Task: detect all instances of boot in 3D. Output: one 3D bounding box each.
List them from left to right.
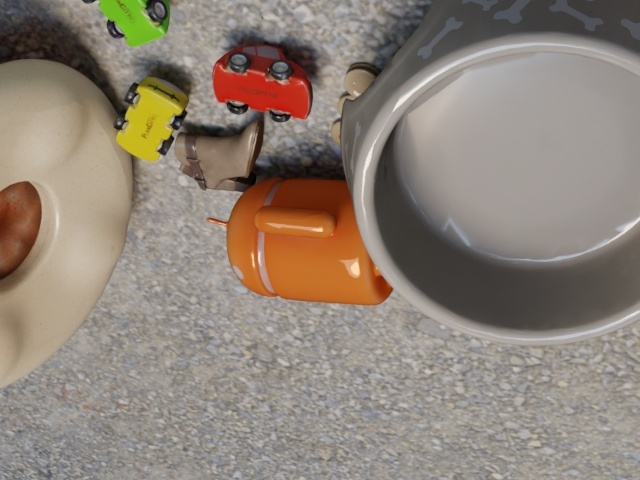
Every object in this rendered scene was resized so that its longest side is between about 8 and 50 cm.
[{"bbox_3d":[-0.105,-0.092,1.317,0.087,0.042,0.118,21,139,6],"label":"boot"}]

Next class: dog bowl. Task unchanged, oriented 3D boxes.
[{"bbox_3d":[0.184,-0.057,1.102,0.349,0.102,0.348,4,124,6],"label":"dog bowl"}]

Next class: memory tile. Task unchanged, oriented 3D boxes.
[{"bbox_3d":[0.085,-0.107,1.234,0.148,0.012,0.113,21,140,3],"label":"memory tile"}]

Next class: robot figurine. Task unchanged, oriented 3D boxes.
[{"bbox_3d":[0.001,0.001,1.303,0.219,0.158,0.128,4,115,20],"label":"robot figurine"}]

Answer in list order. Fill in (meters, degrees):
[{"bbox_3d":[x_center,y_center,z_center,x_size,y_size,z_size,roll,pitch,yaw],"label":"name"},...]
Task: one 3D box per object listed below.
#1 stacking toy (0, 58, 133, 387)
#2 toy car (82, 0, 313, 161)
[{"bbox_3d":[-0.471,-0.073,1.363,0.480,0.350,0.350,22,143,28],"label":"stacking toy"},{"bbox_3d":[-0.142,-0.188,1.220,0.239,0.053,0.225,-13,128,34],"label":"toy car"}]
